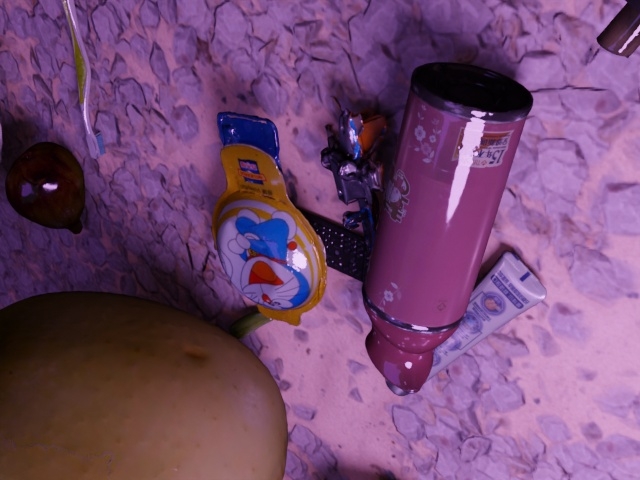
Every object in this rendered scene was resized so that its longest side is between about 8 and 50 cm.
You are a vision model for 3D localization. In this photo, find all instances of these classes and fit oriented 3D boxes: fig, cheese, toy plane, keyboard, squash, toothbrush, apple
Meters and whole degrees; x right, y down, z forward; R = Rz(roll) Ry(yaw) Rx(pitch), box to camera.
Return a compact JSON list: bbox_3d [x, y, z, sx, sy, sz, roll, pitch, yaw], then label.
[{"bbox_3d":[-0.375,-0.064,1.263,0.109,0.103,0.154,-25,136,7],"label":"fig"},{"bbox_3d":[-0.066,-0.020,1.027,0.177,0.069,0.270,14,124,35],"label":"cheese"},{"bbox_3d":[0.036,-0.056,0.939,0.135,0.062,0.188,-131,36,-54],"label":"toy plane"},{"bbox_3d":[0.000,0.000,1.041,0.198,0.010,0.063,24,128,28],"label":"keyboard"},{"bbox_3d":[-0.091,0.108,1.167,0.089,0.027,0.027,-34,90,43],"label":"squash"},{"bbox_3d":[-0.317,-0.232,1.164,0.022,0.026,0.263,8,118,29],"label":"toothbrush"},{"bbox_3d":[-0.274,0.275,1.097,0.474,0.474,0.473,19,124,31],"label":"apple"}]

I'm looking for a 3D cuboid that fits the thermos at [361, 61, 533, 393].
[{"bbox_3d":[0.098,-0.005,0.877,0.136,0.109,0.330,34,128,33],"label":"thermos"}]

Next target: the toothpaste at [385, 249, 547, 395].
[{"bbox_3d":[0.147,0.098,0.955,0.062,0.039,0.239,50,132,11],"label":"toothpaste"}]

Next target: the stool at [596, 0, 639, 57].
[{"bbox_3d":[0.300,-0.157,0.605,0.228,0.153,0.139,32,130,22],"label":"stool"}]

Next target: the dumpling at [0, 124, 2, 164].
[{"bbox_3d":[-0.560,-0.178,1.282,0.243,0.187,0.318,44,131,16],"label":"dumpling"}]
